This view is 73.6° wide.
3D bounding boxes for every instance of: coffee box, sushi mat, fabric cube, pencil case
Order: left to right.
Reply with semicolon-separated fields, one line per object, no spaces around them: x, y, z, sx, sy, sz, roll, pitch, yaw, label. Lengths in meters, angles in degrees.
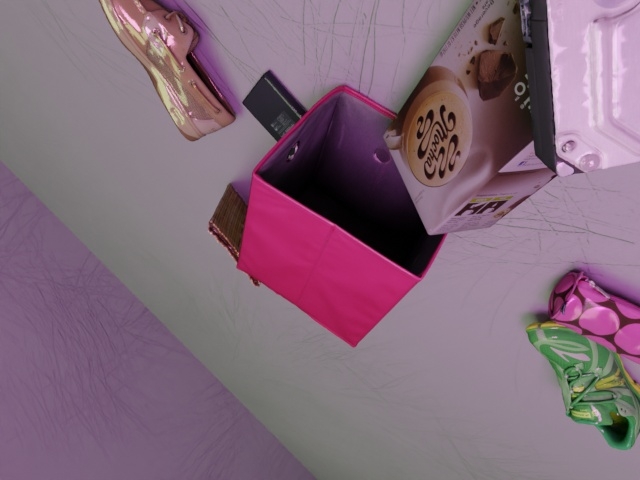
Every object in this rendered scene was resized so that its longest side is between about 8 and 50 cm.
-0.164;-0.024;0.890;0.019;0.316;0.151;-33;109;6;sushi mat
0.046;-0.034;0.689;0.259;0.254;0.258;33;146;5;fabric cube
0.209;-0.153;0.469;0.297;0.119;0.168;-54;49;55;coffee box
0.467;0.127;0.652;0.210;0.095;0.098;26;127;13;pencil case

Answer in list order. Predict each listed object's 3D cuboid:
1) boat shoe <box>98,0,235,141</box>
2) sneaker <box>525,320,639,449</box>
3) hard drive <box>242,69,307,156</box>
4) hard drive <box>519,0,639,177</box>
-0.264;-0.345;0.743;0.110;0.121;0.341;-20;126;8;boat shoe
0.476;0.253;0.751;0.295;0.123;0.109;45;144;-9;sneaker
-0.072;-0.225;0.771;0.135;0.022;0.094;46;144;-13;hard drive
0.294;-0.185;0.231;0.340;0.064;0.236;-10;115;15;hard drive
